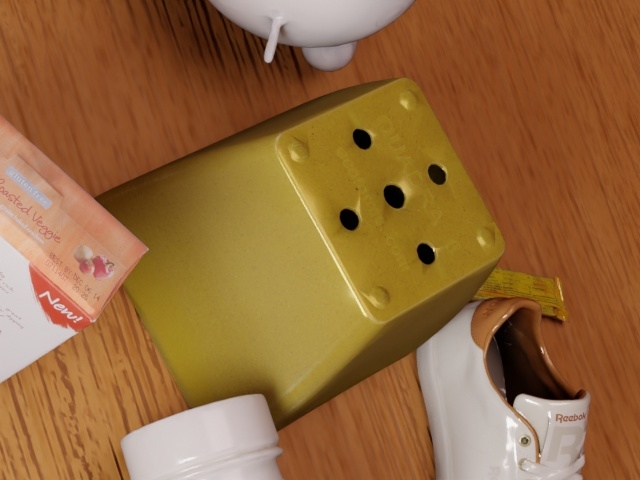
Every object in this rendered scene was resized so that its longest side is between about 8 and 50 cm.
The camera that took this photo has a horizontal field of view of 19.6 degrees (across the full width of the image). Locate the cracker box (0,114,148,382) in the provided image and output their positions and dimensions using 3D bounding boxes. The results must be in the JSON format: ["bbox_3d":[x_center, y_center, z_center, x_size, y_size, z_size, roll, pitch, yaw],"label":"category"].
[{"bbox_3d":[-0.227,0.011,1.123,0.156,0.232,0.067,43,53,-12],"label":"cracker box"}]

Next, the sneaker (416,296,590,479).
[{"bbox_3d":[0.153,0.181,1.387,0.106,0.123,0.290,-5,75,-38],"label":"sneaker"}]

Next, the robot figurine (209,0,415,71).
[{"bbox_3d":[0.007,-0.279,1.400,0.353,0.200,0.300,-70,157,-50],"label":"robot figurine"}]

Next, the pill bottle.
[{"bbox_3d":[-0.050,0.225,1.220,0.131,0.131,0.229,-11,77,-37],"label":"pill bottle"}]

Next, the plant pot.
[{"bbox_3d":[0.000,0.000,1.314,0.212,0.187,0.212,-27,87,-38],"label":"plant pot"}]

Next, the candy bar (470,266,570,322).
[{"bbox_3d":[0.139,0.037,1.502,0.161,0.018,0.040,10,62,-31],"label":"candy bar"}]
